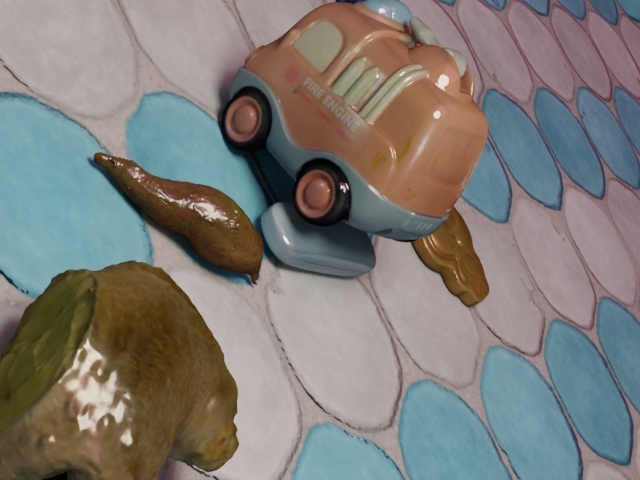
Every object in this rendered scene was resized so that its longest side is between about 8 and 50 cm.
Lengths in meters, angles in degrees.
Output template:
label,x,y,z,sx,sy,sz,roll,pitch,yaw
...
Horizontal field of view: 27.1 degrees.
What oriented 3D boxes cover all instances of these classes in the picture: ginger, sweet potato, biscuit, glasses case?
label,x,y,z,sx,sy,sz,roll,pitch,yaw
ginger,-0.151,0.127,1.030,0.221,0.130,0.275,46,35,-38
sweet potato,-0.121,-0.028,1.287,0.226,0.068,0.068,38,35,-31
biscuit,0.149,-0.022,1.734,0.236,0.040,0.144,56,34,1
glasses case,0.000,0.000,1.463,0.178,0.045,0.067,11,52,-52

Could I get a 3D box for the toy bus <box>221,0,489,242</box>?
label,x,y,z,sx,sy,sz,roll,pitch,yaw
toy bus,0.050,-0.141,1.454,0.194,0.232,0.287,6,36,-52

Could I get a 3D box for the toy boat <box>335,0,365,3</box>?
label,x,y,z,sx,sy,sz,roll,pitch,yaw
toy boat,0.077,-0.275,1.827,0.175,0.091,0.110,41,60,-22
